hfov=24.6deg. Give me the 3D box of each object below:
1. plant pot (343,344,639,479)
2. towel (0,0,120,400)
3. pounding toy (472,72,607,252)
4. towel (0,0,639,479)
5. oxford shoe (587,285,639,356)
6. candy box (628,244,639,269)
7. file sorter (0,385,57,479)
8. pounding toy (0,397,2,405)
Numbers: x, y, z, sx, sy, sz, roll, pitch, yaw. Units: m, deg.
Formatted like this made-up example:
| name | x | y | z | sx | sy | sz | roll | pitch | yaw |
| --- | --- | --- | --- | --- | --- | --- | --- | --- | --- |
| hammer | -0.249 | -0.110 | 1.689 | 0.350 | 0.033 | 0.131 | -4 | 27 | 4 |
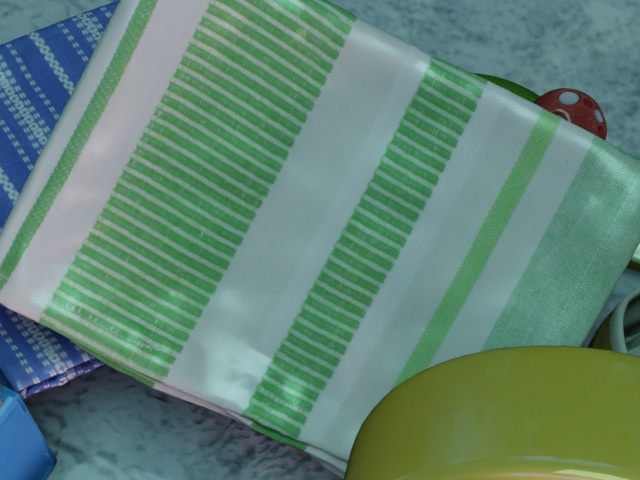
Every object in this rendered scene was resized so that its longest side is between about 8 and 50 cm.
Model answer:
| name | x | y | z | sx | sy | sz | roll | pitch | yaw |
| --- | --- | --- | --- | --- | --- | --- | --- | --- | --- |
| plant pot | 0.114 | 0.221 | 0.710 | 0.254 | 0.254 | 0.239 | 14 | 46 | 5 |
| towel | -0.106 | -0.061 | 0.950 | 0.336 | 0.040 | 0.243 | -26 | 67 | -26 |
| pounding toy | 0.092 | -0.034 | 0.900 | 0.237 | 0.110 | 0.183 | 6 | 74 | -19 |
| towel | 0.000 | 0.000 | 0.831 | 0.325 | 0.038 | 0.248 | 27 | 95 | -4 |
| oxford shoe | 0.362 | 0.044 | 0.860 | 0.449 | 0.130 | 0.169 | -17 | 62 | 3 |
| candy box | 0.312 | 0.002 | 0.964 | 0.206 | 0.027 | 0.105 | 22 | 82 | 8 |
| file sorter | -0.251 | 0.153 | 0.839 | 0.104 | 0.118 | 0.170 | 27 | 67 | 15 |
| pounding toy | -0.239 | 0.093 | 0.750 | 0.181 | 0.094 | 0.206 | -2 | 62 | 5 |
